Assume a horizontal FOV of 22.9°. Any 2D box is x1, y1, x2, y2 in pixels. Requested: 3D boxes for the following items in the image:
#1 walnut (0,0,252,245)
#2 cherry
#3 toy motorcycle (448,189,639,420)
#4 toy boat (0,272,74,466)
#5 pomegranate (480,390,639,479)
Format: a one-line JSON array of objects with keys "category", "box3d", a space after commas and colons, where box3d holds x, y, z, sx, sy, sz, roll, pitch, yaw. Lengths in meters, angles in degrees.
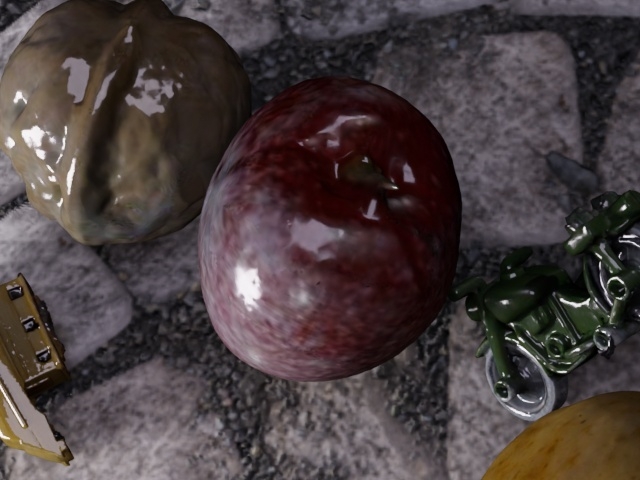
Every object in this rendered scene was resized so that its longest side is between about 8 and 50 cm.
[{"category": "walnut", "box3d": [-0.163, -0.101, 1.310, 0.224, 0.224, 0.224, -2, 71, 7]}, {"category": "cherry", "box3d": [0.000, 0.000, 1.238, 0.203, 0.300, 0.230, 13, 59, -21]}, {"category": "toy motorcycle", "box3d": [0.234, 0.020, 1.234, 0.205, 0.275, 0.127, -28, 77, -39]}, {"category": "toy boat", "box3d": [-0.255, 0.100, 1.342, 0.077, 0.057, 0.200, -24, 70, -7]}, {"category": "pomegranate", "box3d": [0.217, 0.257, 1.105, 0.307, 0.307, 0.307, -2, 71, 7]}]
